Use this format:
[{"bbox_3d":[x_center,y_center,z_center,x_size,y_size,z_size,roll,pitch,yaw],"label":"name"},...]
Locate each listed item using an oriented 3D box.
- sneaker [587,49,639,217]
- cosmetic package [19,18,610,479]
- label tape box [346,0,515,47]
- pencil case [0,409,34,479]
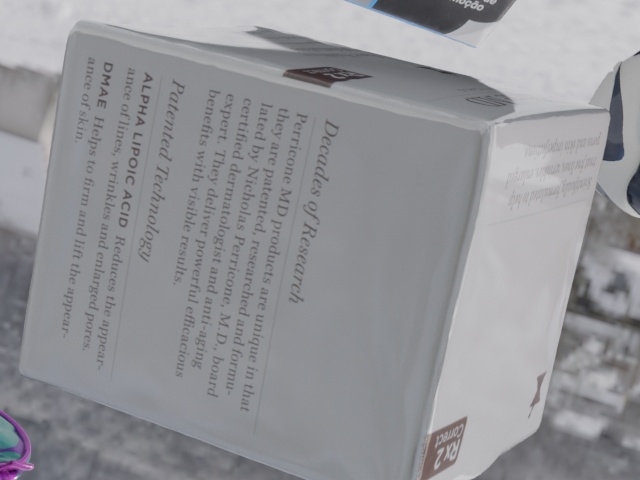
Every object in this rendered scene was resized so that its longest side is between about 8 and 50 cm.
[{"bbox_3d":[0.235,-0.097,0.769,0.094,0.235,0.153,23,-167,-46],"label":"sneaker"},{"bbox_3d":[0.000,0.000,0.660,0.183,0.152,0.151,16,-167,24],"label":"cosmetic package"},{"bbox_3d":[0.074,-0.292,0.861,0.249,0.348,0.115,15,-139,-31],"label":"label tape box"},{"bbox_3d":[-0.204,0.153,0.799,0.070,0.152,0.064,38,-166,34],"label":"pencil case"}]
